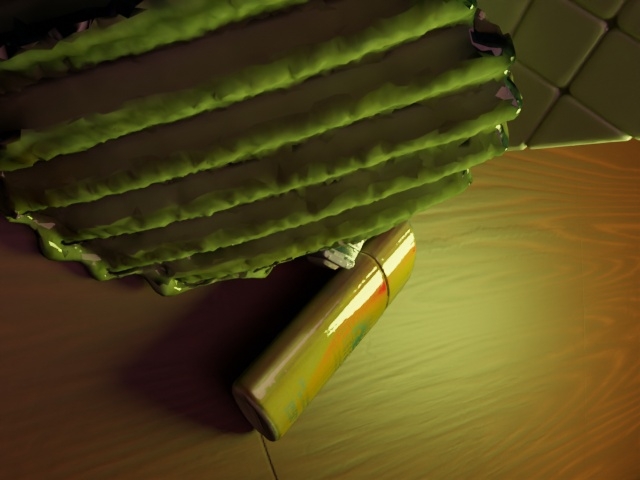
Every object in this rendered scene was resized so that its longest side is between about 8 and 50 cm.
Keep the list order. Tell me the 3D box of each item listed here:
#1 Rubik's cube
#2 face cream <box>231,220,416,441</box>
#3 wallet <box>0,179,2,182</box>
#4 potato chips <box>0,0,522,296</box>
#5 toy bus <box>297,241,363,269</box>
[{"bbox_3d":[0.409,-0.341,0.766,0.315,0.318,0.322,-37,115,-30],"label":"Rubik's cube"},{"bbox_3d":[0.016,0.100,0.628,0.285,0.067,0.139,-46,153,-26],"label":"face cream"},{"bbox_3d":[-0.318,-0.150,0.398,0.133,0.039,0.243,-40,115,-36],"label":"wallet"},{"bbox_3d":[-0.059,-0.082,0.412,0.359,0.428,0.070,66,13,-50],"label":"potato chips"},{"bbox_3d":[0.000,0.000,0.607,0.052,0.102,0.058,28,78,-35],"label":"toy bus"}]
